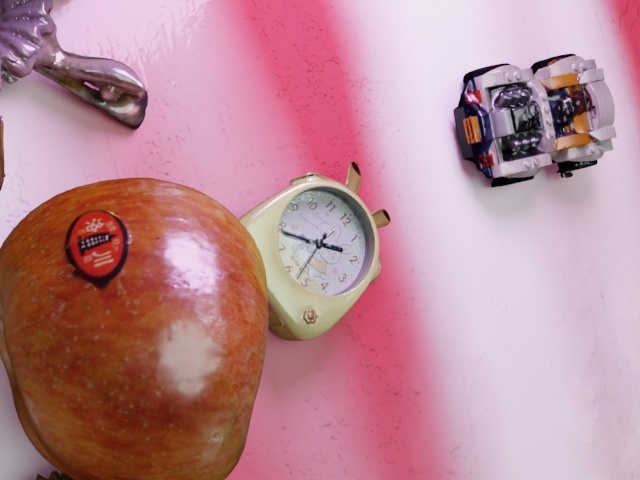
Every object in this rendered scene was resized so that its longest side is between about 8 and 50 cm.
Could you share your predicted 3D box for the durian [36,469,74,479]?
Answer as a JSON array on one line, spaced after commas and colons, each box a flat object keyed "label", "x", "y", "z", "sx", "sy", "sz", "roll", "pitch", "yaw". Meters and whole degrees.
[{"label": "durian", "x": -0.233, "y": 0.295, "z": 0.832, "sx": 0.158, "sy": 0.137, "sz": 0.168, "roll": 29, "pitch": 79, "yaw": -8}]

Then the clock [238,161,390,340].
[{"label": "clock", "x": 0.000, "y": 0.000, "z": 1.070, "sx": 0.232, "sy": 0.069, "sz": 0.170, "roll": -41, "pitch": 101, "yaw": -27}]

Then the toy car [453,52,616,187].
[{"label": "toy car", "x": 0.332, "y": -0.183, "z": 1.330, "sx": 0.301, "sy": 0.118, "sz": 0.193, "roll": -13, "pitch": 93, "yaw": -36}]

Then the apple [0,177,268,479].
[{"label": "apple", "x": -0.182, "y": 0.087, "z": 0.808, "sx": 0.250, "sy": 0.309, "sz": 0.277, "roll": 10, "pitch": 115, "yaw": -14}]

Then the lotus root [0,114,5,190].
[{"label": "lotus root", "x": -0.355, "y": -0.076, "z": 0.812, "sx": 0.122, "sy": 0.112, "sz": 0.081, "roll": -9, "pitch": 99, "yaw": -6}]

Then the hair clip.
[{"label": "hair clip", "x": -0.302, "y": -0.202, "z": 0.895, "sx": 0.300, "sy": 0.069, "sz": 0.173, "roll": 23, "pitch": 70, "yaw": -31}]
